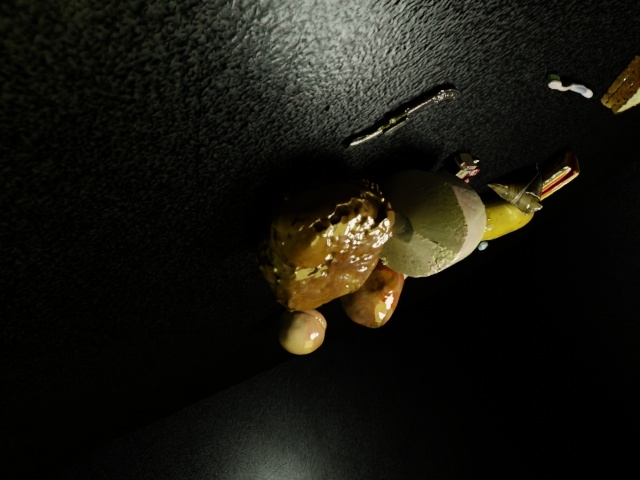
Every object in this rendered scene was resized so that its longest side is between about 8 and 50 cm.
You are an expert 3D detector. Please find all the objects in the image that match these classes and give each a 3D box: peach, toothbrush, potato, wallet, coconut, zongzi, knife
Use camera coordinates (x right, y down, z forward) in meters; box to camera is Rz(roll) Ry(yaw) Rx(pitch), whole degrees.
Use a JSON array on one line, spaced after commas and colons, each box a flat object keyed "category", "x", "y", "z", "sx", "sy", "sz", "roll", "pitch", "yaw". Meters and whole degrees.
[{"category": "peach", "x": -0.066, "y": 0.328, "z": 1.483, "sx": 0.184, "sy": 0.184, "sz": 0.184, "roll": -25, "pitch": 160, "yaw": -10}, {"category": "toothbrush", "x": 0.559, "y": -0.340, "z": 0.896, "sx": 0.269, "sy": 0.027, "sz": 0.021, "roll": -10, "pitch": -171, "yaw": -42}, {"category": "potato", "x": 0.599, "y": -0.076, "z": 1.419, "sx": 0.300, "sy": 0.140, "sz": 0.173, "roll": -16, "pitch": 171, "yaw": -11}, {"category": "wallet", "x": 0.799, "y": -0.213, "z": 1.444, "sx": 0.241, "sy": 0.067, "sz": 0.141, "roll": -50, "pitch": -176, "yaw": 47}, {"category": "coconut", "x": 0.225, "y": -0.040, "z": 0.889, "sx": 0.244, "sy": 0.239, "sz": 0.239, "roll": -6, "pitch": 151, "yaw": -49}, {"category": "peach", "x": 0.162, "y": 0.163, "z": 1.295, "sx": 0.214, "sy": 0.236, "sz": 0.214, "roll": 6, "pitch": 159, "yaw": 2}, {"category": "zongzi", "x": 0.652, "y": -0.199, "z": 1.340, "sx": 0.187, "sy": 0.184, "sz": 0.084, "roll": -60, "pitch": 180, "yaw": -33}, {"category": "knife", "x": 0.140, "y": -0.206, "z": 0.673, "sx": 0.222, "sy": 0.021, "sz": 0.045, "roll": -28, "pitch": 163, "yaw": -5}]

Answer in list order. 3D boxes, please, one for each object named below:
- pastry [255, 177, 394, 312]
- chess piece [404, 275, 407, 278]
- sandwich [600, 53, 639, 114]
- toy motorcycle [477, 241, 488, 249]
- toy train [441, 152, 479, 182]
[{"category": "pastry", "x": 0.000, "y": 0.000, "z": 0.790, "sx": 0.255, "sy": 0.162, "sz": 0.311, "roll": -4, "pitch": 141, "yaw": -28}, {"category": "chess piece", "x": 0.331, "y": 0.063, "z": 1.477, "sx": 0.117, "sy": 0.117, "sz": 0.397, "roll": -16, "pitch": 159, "yaw": -32}, {"category": "sandwich", "x": 0.848, "y": -0.426, "z": 1.016, "sx": 0.214, "sy": 0.065, "sz": 0.186, "roll": -28, "pitch": 161, "yaw": -2}, {"category": "toy motorcycle", "x": 0.598, "y": 0.000, "z": 1.680, "sx": 0.168, "sy": 0.113, "sz": 0.315, "roll": -6, "pitch": 143, "yaw": -28}, {"category": "toy train", "x": 0.332, "y": -0.160, "z": 1.007, "sx": 0.087, "sy": 0.050, "sz": 0.138, "roll": -9, "pitch": 154, "yaw": -33}]
